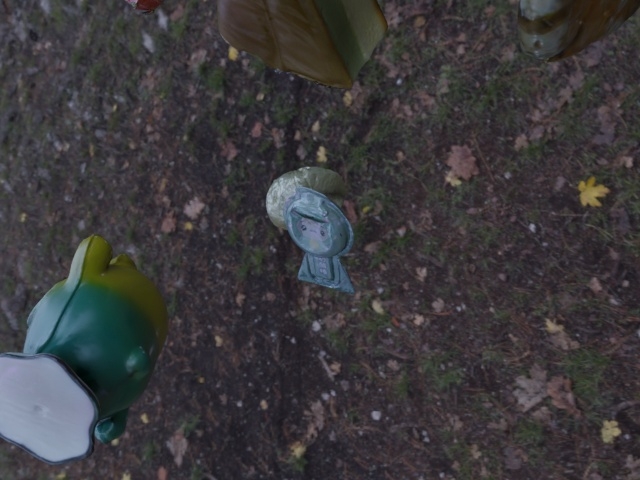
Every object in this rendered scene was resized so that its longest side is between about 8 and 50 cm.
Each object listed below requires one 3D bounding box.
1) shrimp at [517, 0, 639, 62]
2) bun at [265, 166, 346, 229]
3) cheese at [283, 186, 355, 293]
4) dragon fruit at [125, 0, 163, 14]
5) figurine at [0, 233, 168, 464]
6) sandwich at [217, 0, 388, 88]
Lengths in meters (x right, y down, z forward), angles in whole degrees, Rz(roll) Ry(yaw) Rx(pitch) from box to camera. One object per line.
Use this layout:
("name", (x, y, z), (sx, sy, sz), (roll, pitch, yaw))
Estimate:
("shrimp", (0.255, -0.286, 0.450), (0.071, 0.233, 0.365), (31, 60, 29))
("bun", (-0.035, -0.094, 1.170), (0.164, 0.188, 0.111), (-31, 77, 33))
("cheese", (0.000, 0.000, 0.506), (0.067, 0.121, 0.026), (15, 49, 23))
("dragon fruit", (-0.310, -0.430, 1.012), (0.056, 0.060, 0.083), (-34, 68, 13))
("figurine", (-0.368, 0.172, 0.957), (0.340, 0.231, 0.324), (-75, -22, -64))
("sandwich", (-0.053, -0.289, 0.662), (0.220, 0.186, 0.108), (26, 78, 30))
